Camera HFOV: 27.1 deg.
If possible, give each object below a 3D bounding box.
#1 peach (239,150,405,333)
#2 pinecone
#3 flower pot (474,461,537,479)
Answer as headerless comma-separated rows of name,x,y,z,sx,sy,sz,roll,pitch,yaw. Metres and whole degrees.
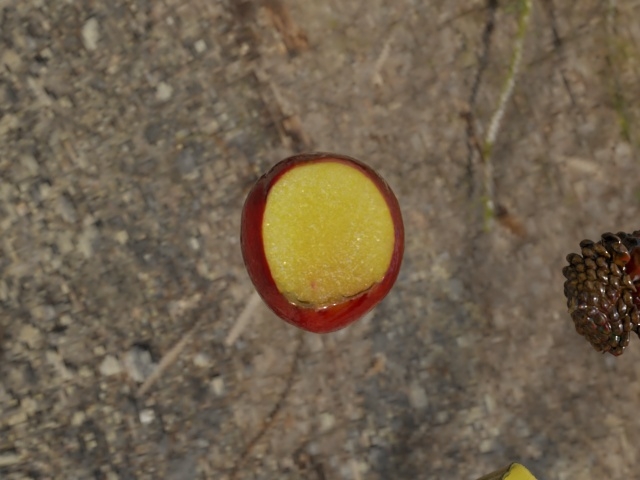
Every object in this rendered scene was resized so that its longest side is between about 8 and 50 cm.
peach,0.000,0.000,1.448,0.190,0.190,0.192,52,13,-21
pinecone,0.243,0.033,1.063,0.102,0.102,0.109,55,51,-18
flower pot,0.168,0.365,1.461,0.195,0.179,0.195,49,27,-35
